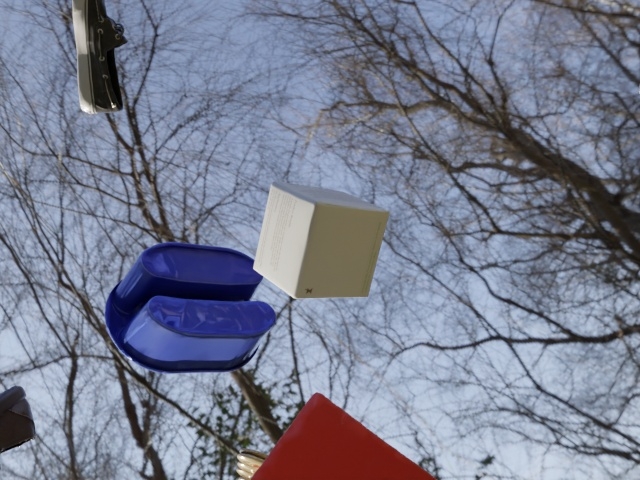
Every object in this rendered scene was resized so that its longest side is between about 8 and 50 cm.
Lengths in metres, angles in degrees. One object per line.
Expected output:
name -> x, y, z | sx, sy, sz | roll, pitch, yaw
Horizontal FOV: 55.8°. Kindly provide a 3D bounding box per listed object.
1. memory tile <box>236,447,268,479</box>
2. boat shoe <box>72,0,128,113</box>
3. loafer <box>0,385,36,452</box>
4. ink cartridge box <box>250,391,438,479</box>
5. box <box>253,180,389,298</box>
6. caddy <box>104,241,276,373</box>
memory tile -> -0.030, 0.242, 0.601 | 0.148, 0.113, 0.012 | 101, -172, -59
boat shoe -> -0.344, -0.313, 0.959 | 0.076, 0.080, 0.228 | 3, -71, -9
loafer -> -0.619, 0.394, 1.040 | 0.130, 0.134, 0.366 | 57, -154, -8
ink cartridge box -> -0.010, 0.206, 0.259 | 0.232, 0.189, 0.066 | -54, -27, -10
box -> 0.000, 0.000, 0.637 | 0.102, 0.087, 0.101 | 4, -74, -37
caddy -> -0.259, 0.147, 1.240 | 0.341, 0.241, 0.179 | 8, -41, -34
